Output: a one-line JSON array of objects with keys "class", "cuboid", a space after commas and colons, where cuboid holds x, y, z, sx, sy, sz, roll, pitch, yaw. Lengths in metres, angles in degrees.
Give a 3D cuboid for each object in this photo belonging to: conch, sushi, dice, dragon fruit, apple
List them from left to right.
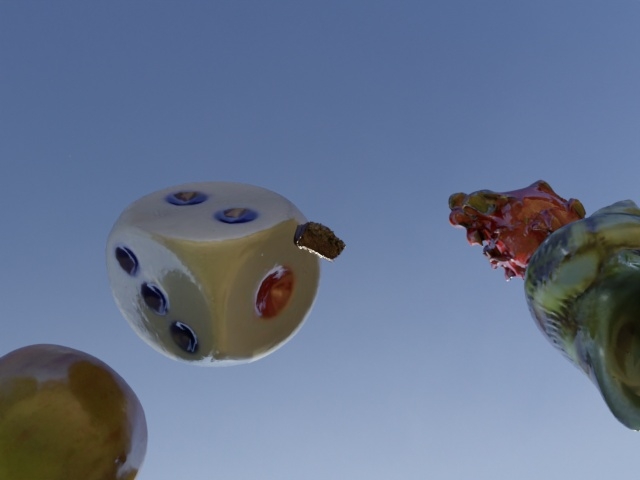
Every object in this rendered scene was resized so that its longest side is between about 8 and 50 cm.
[{"class": "apple", "cuboid": [-0.480, 0.360, 1.135, 0.339, 0.305, 0.338, 5, -72, 14]}, {"class": "dice", "cuboid": [-0.200, 0.055, 1.272, 0.304, 0.304, 0.276, -31, -51, -46]}, {"class": "sushi", "cuboid": [0.000, 0.000, 1.086, 0.120, 0.052, 0.055, 28, -98, -41]}, {"class": "dragon fruit", "cuboid": [0.273, -0.016, 0.921, 0.208, 0.133, 0.150, 24, -77, 19]}, {"class": "conch", "cuboid": [0.260, 0.053, 0.542, 0.124, 0.187, 0.181, -10, -101, -24]}]
